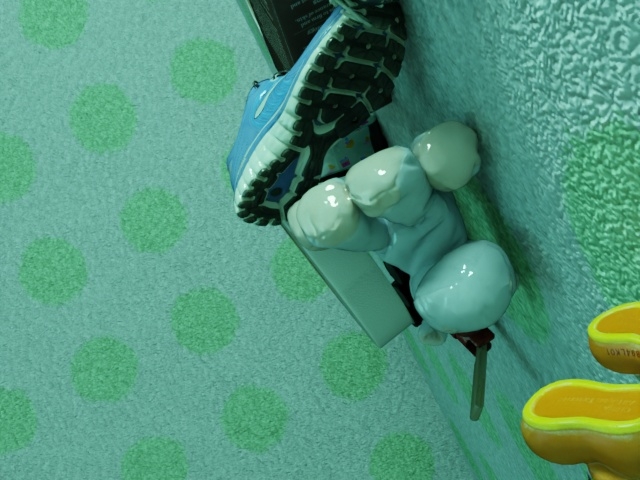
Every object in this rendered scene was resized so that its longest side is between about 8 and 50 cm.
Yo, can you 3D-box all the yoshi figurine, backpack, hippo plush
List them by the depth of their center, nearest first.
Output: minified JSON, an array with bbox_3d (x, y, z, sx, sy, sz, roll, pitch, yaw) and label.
[{"bbox_3d":[0.269,0.237,0.564,0.362,0.204,0.203,61,-166,-12],"label":"yoshi figurine"},{"bbox_3d":[0.108,0.018,0.893,0.236,0.234,0.294,64,177,1],"label":"hippo plush"},{"bbox_3d":[0.011,-0.184,1.372,0.144,0.188,0.166,64,178,-21],"label":"backpack"}]

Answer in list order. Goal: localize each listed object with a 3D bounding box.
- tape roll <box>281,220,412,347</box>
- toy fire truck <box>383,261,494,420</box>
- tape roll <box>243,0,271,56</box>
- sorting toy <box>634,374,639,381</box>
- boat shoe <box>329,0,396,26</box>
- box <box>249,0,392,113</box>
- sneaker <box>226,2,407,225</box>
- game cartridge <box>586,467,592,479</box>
[{"bbox_3d":[0.000,0.000,1.182,0.392,0.072,0.392,51,178,3],"label":"tape roll"},{"bbox_3d":[0.211,0.124,1.137,0.246,0.158,0.217,47,169,34],"label":"toy fire truck"},{"bbox_3d":[-0.087,-0.472,1.462,0.286,0.100,0.286,64,178,4],"label":"tape roll"},{"bbox_3d":[0.283,0.102,0.654,0.083,0.012,0.062,61,-175,-35],"label":"sorting toy"},{"bbox_3d":[0.035,-0.264,0.722,0.095,0.079,0.254,42,-165,-24],"label":"boat shoe"},{"bbox_3d":[-0.023,-0.343,1.014,0.191,0.143,0.381,61,175,34],"label":"box"},{"bbox_3d":[-0.027,-0.180,0.915,0.130,0.330,0.147,15,-147,-43],"label":"sneaker"},{"bbox_3d":[0.399,0.394,0.844,0.230,0.068,0.355,55,172,48],"label":"game cartridge"}]
